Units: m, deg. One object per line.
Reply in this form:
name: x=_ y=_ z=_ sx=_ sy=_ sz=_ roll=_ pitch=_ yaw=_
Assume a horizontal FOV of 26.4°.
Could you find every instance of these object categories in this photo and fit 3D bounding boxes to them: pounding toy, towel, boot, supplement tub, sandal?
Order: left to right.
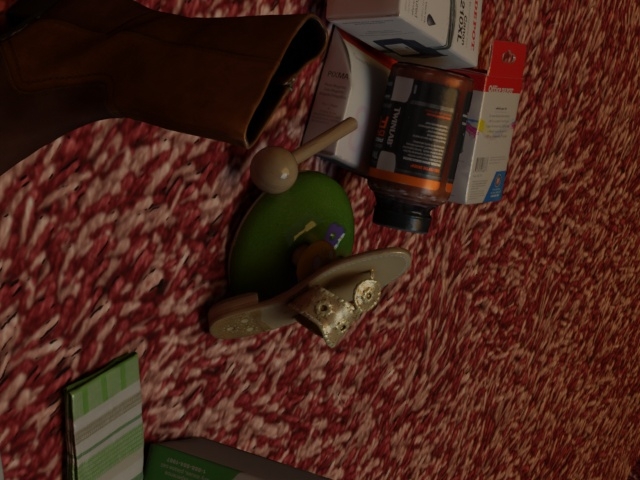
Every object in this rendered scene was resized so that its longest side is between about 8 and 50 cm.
towel: x=-0.221 y=0.199 z=1.386 sx=0.113 sy=0.023 sz=0.152 roll=-30 pitch=126 yaw=-55
boot: x=-0.165 y=-0.096 z=1.076 sx=0.264 sy=0.280 sz=0.096 roll=-52 pitch=143 yaw=-37
sandal: x=-0.006 y=0.085 z=1.482 sx=0.088 sy=0.240 sz=0.079 roll=52 pitch=24 yaw=-57
pounding toy: x=0.000 y=0.000 z=1.541 sx=0.183 sy=0.110 sz=0.237 roll=-21 pitch=129 yaw=-41
supplement tub: x=0.116 y=-0.110 z=1.645 sx=0.106 sy=0.106 sz=0.198 roll=5 pitch=98 yaw=-61

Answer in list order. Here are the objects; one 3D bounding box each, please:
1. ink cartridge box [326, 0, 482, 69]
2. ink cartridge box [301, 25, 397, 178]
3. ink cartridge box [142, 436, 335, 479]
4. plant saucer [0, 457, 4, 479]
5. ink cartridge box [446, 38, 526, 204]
ink cartridge box: x=0.108 y=-0.314 z=1.626 sx=0.237 sy=0.100 sz=0.172 roll=16 pitch=78 yaw=-61
ink cartridge box: x=0.067 y=-0.198 z=1.683 sx=0.189 sy=0.066 sz=0.232 roll=19 pitch=90 yaw=-61
ink cartridge box: x=-0.103 y=0.381 z=1.471 sx=0.121 sy=0.211 sz=0.289 roll=10 pitch=95 yaw=-70
plant saucer: x=-0.404 y=0.252 z=0.996 sx=0.400 sy=0.100 sz=0.400 roll=-35 pitch=132 yaw=-51
ink cartridge box: x=0.218 y=-0.172 z=1.934 sx=0.134 sy=0.078 sz=0.231 roll=-8 pitch=109 yaw=-60
